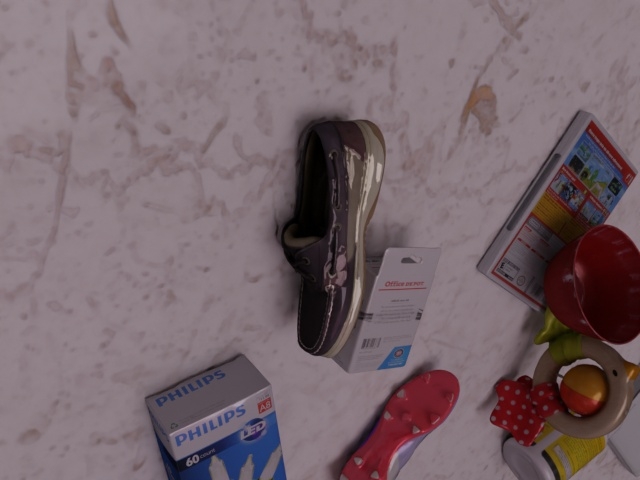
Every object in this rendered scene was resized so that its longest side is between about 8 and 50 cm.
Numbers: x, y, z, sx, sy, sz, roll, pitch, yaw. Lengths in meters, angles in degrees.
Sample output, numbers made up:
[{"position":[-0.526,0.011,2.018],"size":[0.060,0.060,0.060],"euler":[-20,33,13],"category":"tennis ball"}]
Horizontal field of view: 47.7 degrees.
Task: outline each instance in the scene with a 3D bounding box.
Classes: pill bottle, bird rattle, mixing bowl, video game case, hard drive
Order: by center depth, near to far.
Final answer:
[{"position":[0.414,0.072,1.122],"size":[0.182,0.098,0.181],"euler":[7,77,-31],"category":"mixing bowl"},{"position":[0.380,-0.035,1.144],"size":[0.204,0.025,0.285],"euler":[30,94,-43],"category":"video game case"},{"position":[0.403,0.236,1.191],"size":[0.143,0.207,0.253],"euler":[28,91,-41],"category":"bird rattle"},{"position":[0.455,0.369,1.354],"size":[0.209,0.119,0.119],"euler":[-29,128,-21],"category":"pill bottle"},{"position":[0.729,0.400,1.631],"size":[0.203,0.040,0.307],"euler":[-49,133,-5],"category":"hard drive"}]

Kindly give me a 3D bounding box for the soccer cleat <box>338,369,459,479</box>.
[{"position":[0.120,0.299,1.104],"size":[0.248,0.083,0.095],"euler":[-49,157,-9],"category":"soccer cleat"}]

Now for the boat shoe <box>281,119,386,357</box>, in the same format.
[{"position":[0.000,0.000,0.832],"size":[0.092,0.103,0.285],"euler":[1,109,-32],"category":"boat shoe"}]

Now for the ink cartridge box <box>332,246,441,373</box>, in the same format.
[{"position":[0.082,0.080,0.957],"size":[0.104,0.060,0.180],"euler":[1,113,-37],"category":"ink cartridge box"}]

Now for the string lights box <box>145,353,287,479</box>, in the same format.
[{"position":[-0.119,0.284,0.904],"size":[0.133,0.077,0.259],"euler":[-22,125,-25],"category":"string lights box"}]
